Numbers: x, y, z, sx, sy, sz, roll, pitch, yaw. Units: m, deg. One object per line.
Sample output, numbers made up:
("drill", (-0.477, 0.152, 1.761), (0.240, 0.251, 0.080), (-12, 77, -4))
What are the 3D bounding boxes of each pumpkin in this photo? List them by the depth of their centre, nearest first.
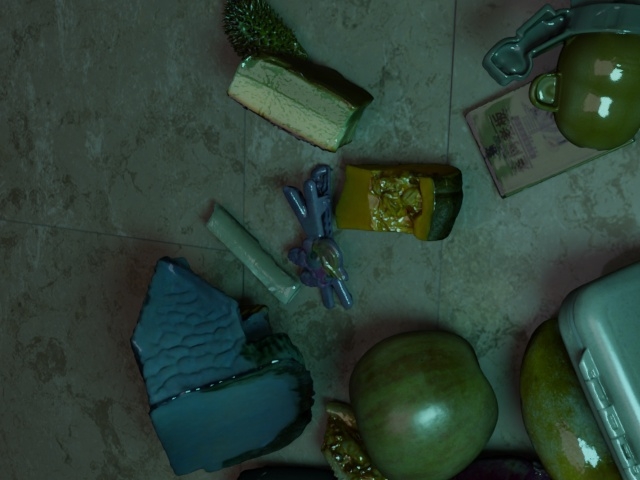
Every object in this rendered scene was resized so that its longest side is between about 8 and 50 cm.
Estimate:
("pumpkin", (0.149, -0.070, 1.383), (0.248, 0.126, 0.131), (17, 114, 46))

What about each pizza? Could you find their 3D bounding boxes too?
("pizza", (0.081, 0.409, 1.479), (0.056, 0.134, 0.271), (82, 164, -52))

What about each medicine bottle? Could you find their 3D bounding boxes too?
("medicine bottle", (0.512, 0.212, 1.136), (0.123, 0.282, 0.375), (129, 121, -71))

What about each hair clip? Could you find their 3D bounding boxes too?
("hair clip", (-0.009, -0.001, 1.493), (0.137, 0.090, 0.278), (-6, 94, 39))

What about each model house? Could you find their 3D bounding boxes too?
("model house", (-0.211, 0.223, 1.552), (0.360, 0.297, 0.339), (85, 161, -52))

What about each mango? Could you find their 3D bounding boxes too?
("mango", (0.412, 0.273, 1.239), (0.146, 0.193, 0.316), (-43, 61, 56))

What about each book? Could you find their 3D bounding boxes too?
("book", (0.368, -0.185, 1.284), (0.231, 0.026, 0.161), (-25, 85, 31))

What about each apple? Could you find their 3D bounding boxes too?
("apple", (0.176, 0.279, 1.343), (0.234, 0.257, 0.256), (-23, 85, 2))

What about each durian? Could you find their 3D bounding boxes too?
("durian", (-0.129, -0.396, 1.502), (0.137, 0.095, 0.220), (-42, 70, 27))

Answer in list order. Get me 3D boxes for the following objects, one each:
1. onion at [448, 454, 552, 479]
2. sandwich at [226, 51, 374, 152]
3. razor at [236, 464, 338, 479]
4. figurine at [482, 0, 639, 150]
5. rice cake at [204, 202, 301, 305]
("onion", (0.294, 0.526, 1.280), (0.348, 0.285, 0.347), (-5, 79, 30))
("sandwich", (-0.030, -0.258, 1.410), (0.220, 0.186, 0.108), (29, 111, 5))
("razor", (-0.014, 0.545, 1.563), (0.327, 0.107, 0.189), (-5, 93, 26))
("figurine", (0.415, -0.272, 1.138), (0.343, 0.167, 0.285), (6, 93, 18))
("rice cake", (-0.138, 0.026, 1.592), (0.256, 0.052, 0.057), (43, 113, 18))
